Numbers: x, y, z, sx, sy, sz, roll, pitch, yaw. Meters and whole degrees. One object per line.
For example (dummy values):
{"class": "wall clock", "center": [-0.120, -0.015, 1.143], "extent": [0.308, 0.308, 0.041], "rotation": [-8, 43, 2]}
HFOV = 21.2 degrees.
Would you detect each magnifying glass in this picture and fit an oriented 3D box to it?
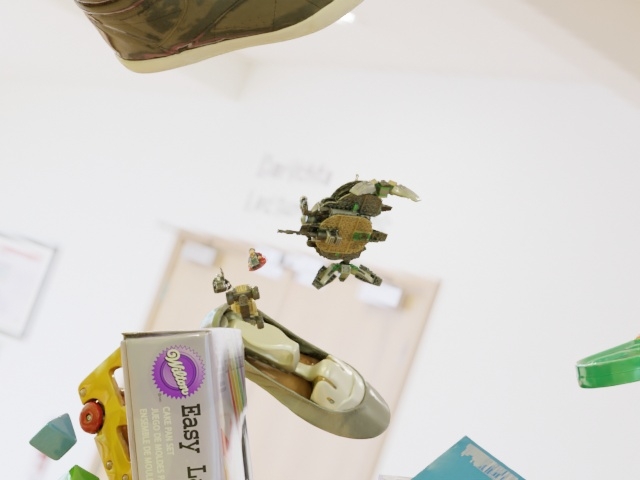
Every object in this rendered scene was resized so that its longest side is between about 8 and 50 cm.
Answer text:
{"class": "magnifying glass", "center": [0.255, 0.087, 1.343], "extent": [0.092, 0.026, 0.231], "rotation": [-13, -2, 17]}

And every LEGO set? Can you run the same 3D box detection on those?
{"class": "LEGO set", "center": [-0.002, -0.001, 0.634], "extent": [0.083, 0.023, 0.054], "rotation": [-18, -47, 1]}

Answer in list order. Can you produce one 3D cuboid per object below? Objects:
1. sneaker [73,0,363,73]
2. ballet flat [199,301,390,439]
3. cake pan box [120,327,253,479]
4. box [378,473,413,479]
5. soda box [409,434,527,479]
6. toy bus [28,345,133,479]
{"class": "sneaker", "center": [-0.078, -0.223, 1.306], "extent": [0.295, 0.105, 0.147], "rotation": [-17, -33, 27]}
{"class": "ballet flat", "center": [-0.020, 0.127, 1.661], "extent": [0.213, 0.072, 0.068], "rotation": [29, -30, -6]}
{"class": "cake pan box", "center": [-0.085, 0.184, 1.209], "extent": [0.070, 0.246, 0.267], "rotation": [-4, -4, 1]}
{"class": "box", "center": [0.152, 0.255, 1.562], "extent": [0.201, 0.057, 0.293], "rotation": [6, -6, 2]}
{"class": "soda box", "center": [0.065, 0.240, 1.295], "extent": [0.067, 0.210, 0.071], "rotation": [36, -41, 27]}
{"class": "toy bus", "center": [-0.122, 0.177, 1.437], "extent": [0.202, 0.104, 0.191], "rotation": [43, 26, -10]}
